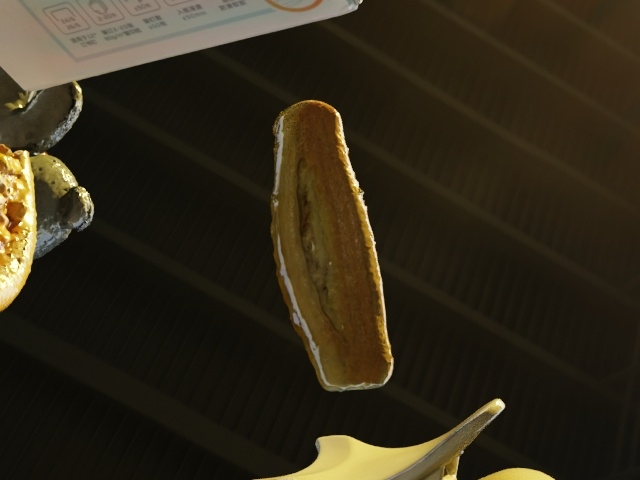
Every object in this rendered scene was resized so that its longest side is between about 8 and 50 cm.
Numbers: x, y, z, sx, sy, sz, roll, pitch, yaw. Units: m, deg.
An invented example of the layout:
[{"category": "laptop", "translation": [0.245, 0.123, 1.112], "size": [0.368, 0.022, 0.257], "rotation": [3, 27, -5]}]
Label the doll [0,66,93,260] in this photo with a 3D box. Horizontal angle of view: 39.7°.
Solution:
[{"category": "doll", "translation": [-0.391, -0.120, 1.131], "size": [0.245, 0.158, 0.341], "rotation": [-22, -116, 13]}]

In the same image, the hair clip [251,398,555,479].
[{"category": "hair clip", "translation": [0.095, 0.239, 0.880], "size": [0.172, 0.282, 0.113], "rotation": [-9, -101, -64]}]

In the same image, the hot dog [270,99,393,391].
[{"category": "hot dog", "translation": [0.000, 0.001, 0.384], "size": [0.044, 0.028, 0.137], "rotation": [-6, -112, -17]}]

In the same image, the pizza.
[{"category": "pizza", "translation": [-0.214, -0.026, 0.525], "size": [0.131, 0.041, 0.178], "rotation": [62, -167, -22]}]

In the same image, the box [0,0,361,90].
[{"category": "box", "translation": [-0.110, -0.179, 0.529], "size": [0.135, 0.269, 0.079], "rotation": [50, -138, -46]}]
